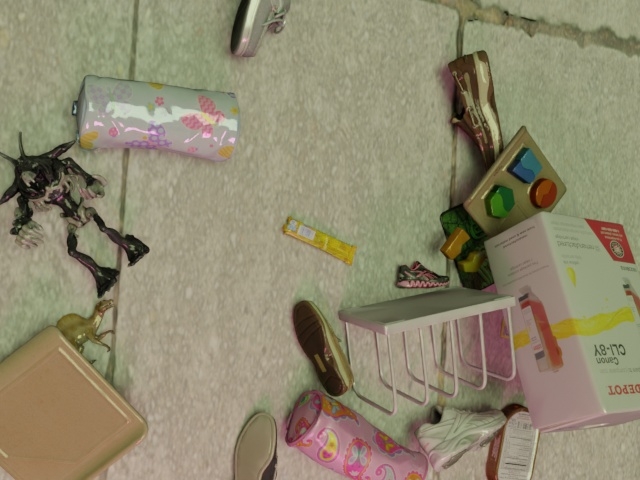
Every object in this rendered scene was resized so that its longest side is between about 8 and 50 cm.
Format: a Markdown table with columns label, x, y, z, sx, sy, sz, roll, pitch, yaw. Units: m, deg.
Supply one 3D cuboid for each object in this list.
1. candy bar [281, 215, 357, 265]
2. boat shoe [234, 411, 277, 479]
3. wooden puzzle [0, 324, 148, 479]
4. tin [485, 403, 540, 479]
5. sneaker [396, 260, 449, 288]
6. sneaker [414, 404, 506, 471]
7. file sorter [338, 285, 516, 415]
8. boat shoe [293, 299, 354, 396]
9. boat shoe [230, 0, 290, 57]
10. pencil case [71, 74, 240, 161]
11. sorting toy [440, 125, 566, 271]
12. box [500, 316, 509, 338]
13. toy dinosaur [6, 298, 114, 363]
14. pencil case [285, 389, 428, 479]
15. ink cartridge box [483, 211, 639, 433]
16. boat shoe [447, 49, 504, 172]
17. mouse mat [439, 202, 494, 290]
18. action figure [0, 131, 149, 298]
| label | x | y | z | sx | sy | sz | roll | pitch | yaw |
| --- | --- | --- | --- | --- | --- | --- | --- | --- | --- |
| candy bar | 0.000 | 0.000 | 1.339 | 0.161 | 0.018 | 0.040 | 25 | 77 | -20 |
| boat shoe | -0.114 | 0.419 | 1.283 | 0.065 | 0.075 | 0.206 | 29 | 69 | -64 |
| wooden puzzle | -0.433 | 0.285 | 1.125 | 0.221 | 0.044 | 0.239 | -38 | 101 | 1 |
| tin | 0.416 | 0.450 | 1.508 | 0.106 | 0.040 | 0.190 | 13 | 85 | -18 |
| sneaker | 0.209 | 0.069 | 1.417 | 0.119 | 0.047 | 0.057 | 2 | 78 | -24 |
| sneaker | 0.285 | 0.373 | 1.424 | 0.232 | 0.115 | 0.090 | -10 | 139 | -41 |
| file sorter | 0.208 | 0.202 | 1.336 | 0.277 | 0.193 | 0.173 | -10 | 96 | -22 |
| boat shoe | 0.009 | 0.198 | 1.327 | 0.072 | 0.068 | 0.190 | -21 | 90 | -56 |
| boat shoe | -0.067 | -0.463 | 1.259 | 0.103 | 0.118 | 0.321 | 27 | 73 | -16 |
| pencil case | -0.271 | -0.201 | 1.174 | 0.273 | 0.113 | 0.124 | 2 | 96 | -23 |
| sorting toy | 0.384 | -0.052 | 1.442 | 0.307 | 0.041 | 0.229 | -52 | 126 | -9 |
| box | 0.511 | 0.203 | 1.519 | 0.232 | 0.087 | 0.058 | 11 | 87 | -24 |
| toy dinosaur | -0.412 | 0.170 | 1.161 | 0.183 | 0.053 | 0.093 | -34 | 88 | -19 |
| pencil case | 0.069 | 0.396 | 1.319 | 0.284 | 0.124 | 0.124 | 36 | 77 | -20 |
| ink cartridge box | 0.509 | 0.159 | 1.361 | 0.279 | 0.160 | 0.385 | 6 | 64 | -35 |
| boat shoe | 0.317 | -0.255 | 1.447 | 0.095 | 0.095 | 0.258 | -10 | 104 | 13 |
| mouse mat | 0.341 | 0.005 | 1.489 | 0.152 | 0.007 | 0.190 | -23 | 100 | -21 |
| action figure | -0.400 | -0.049 | 1.108 | 0.164 | 0.141 | 0.276 | -42 | 107 | -5 |
